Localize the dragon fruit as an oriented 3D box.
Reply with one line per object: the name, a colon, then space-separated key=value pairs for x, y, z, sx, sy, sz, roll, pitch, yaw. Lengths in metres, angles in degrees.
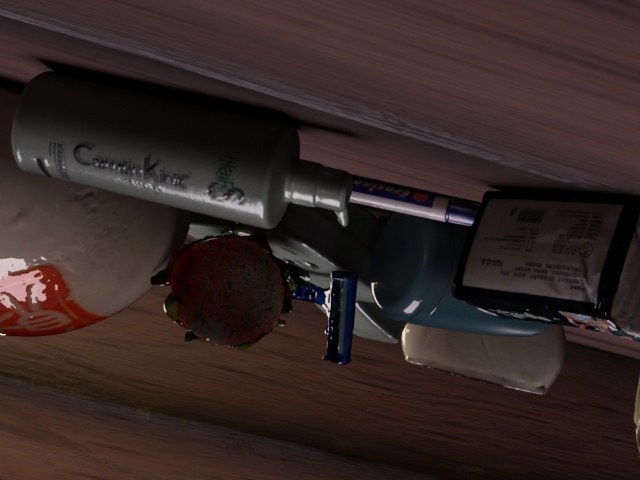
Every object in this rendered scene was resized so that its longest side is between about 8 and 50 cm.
dragon fruit: x=-0.097 y=0.039 z=1.166 sx=0.142 sy=0.138 sz=0.175 roll=16 pitch=-177 yaw=-13

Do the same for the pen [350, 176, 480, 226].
pen: x=0.080 y=-0.037 z=1.079 sx=0.204 sy=0.025 sz=0.025 roll=12 pitch=175 yaw=16

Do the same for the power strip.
power strip: x=0.010 y=-0.003 z=1.301 sx=0.261 sy=0.141 sz=0.229 roll=35 pitch=164 yaw=-34

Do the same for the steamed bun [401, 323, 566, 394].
steamed bun: x=0.252 y=0.128 z=1.734 sx=0.242 sy=0.164 sz=0.146 roll=12 pitch=177 yaw=13

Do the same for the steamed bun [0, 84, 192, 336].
steamed bun: x=-0.326 y=-0.025 z=1.194 sx=0.375 sy=0.241 sz=0.374 roll=15 pitch=173 yaw=2

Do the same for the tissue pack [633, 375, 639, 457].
tissue pack: x=0.473 y=0.165 z=1.176 sx=0.297 sy=0.207 sz=0.380 roll=11 pitch=176 yaw=14

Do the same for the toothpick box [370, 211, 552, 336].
toothpick box: x=0.154 y=0.036 z=1.169 sx=0.184 sy=0.120 sz=0.120 roll=13 pitch=177 yaw=-23

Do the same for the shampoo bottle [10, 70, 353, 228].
shampoo bottle: x=-0.103 y=-0.066 z=0.891 sx=0.263 sy=0.085 sz=0.085 roll=13 pitch=176 yaw=13

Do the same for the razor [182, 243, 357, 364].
razor: x=-0.066 y=0.048 z=1.257 sx=0.056 sy=0.093 sz=0.324 roll=-6 pitch=-165 yaw=-42

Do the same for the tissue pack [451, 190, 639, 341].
tissue pack: x=0.195 y=0.018 z=0.894 sx=0.090 sy=0.103 sz=0.170 roll=25 pitch=170 yaw=-34
